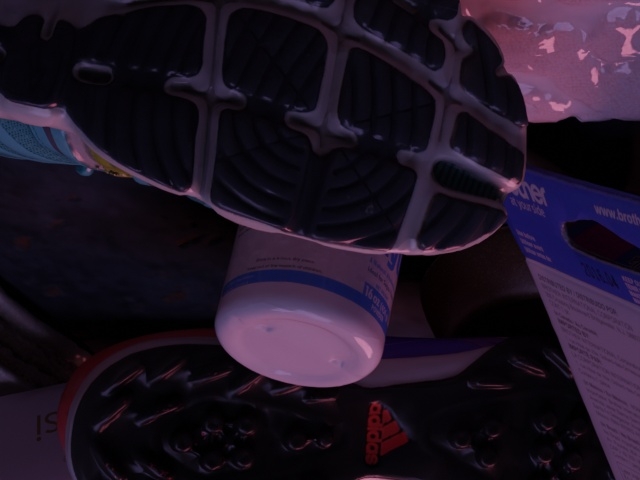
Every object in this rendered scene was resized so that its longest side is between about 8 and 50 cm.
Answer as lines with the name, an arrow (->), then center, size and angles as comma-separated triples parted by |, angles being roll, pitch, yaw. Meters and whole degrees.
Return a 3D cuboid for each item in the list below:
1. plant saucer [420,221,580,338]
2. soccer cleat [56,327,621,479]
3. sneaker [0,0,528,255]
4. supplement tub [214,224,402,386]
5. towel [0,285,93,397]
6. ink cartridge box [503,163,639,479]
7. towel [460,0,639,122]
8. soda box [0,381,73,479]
plant saucer -> 0.128, 0.048, 0.871 | 0.168, 0.029, 0.168 | 10, 150, 6
soccer cleat -> 0.038, 0.087, 0.850 | 0.318, 0.108, 0.116 | 4, -175, -14
sneaker -> -0.063, -0.063, 0.620 | 0.275, 0.107, 0.110 | 17, 169, 5
supplement tub -> 0.000, 0.000, 0.761 | 0.071, 0.107, 0.071 | 10, 150, 6
towel -> -0.230, 0.069, 1.025 | 0.187, 0.049, 0.282 | -9, 145, 34
ink cartridge box -> 0.179, 0.101, 0.734 | 0.311, 0.065, 0.186 | 63, 167, -19
towel -> -0.008, -0.140, 0.589 | 0.332, 0.053, 0.317 | 3, 148, 18
soda box -> -0.081, 0.111, 0.958 | 0.216, 0.069, 0.074 | -12, 145, 9
